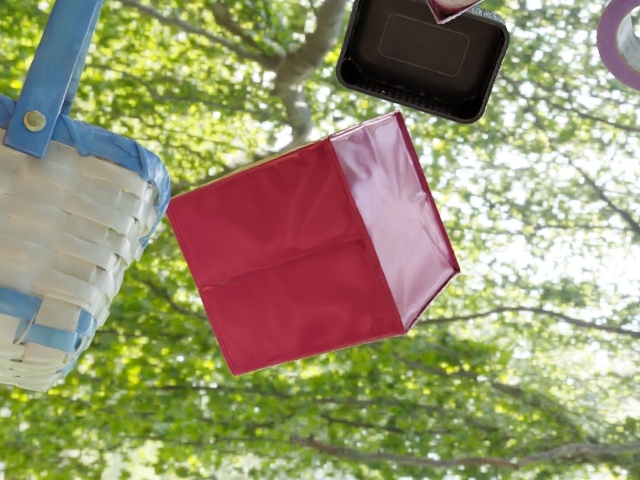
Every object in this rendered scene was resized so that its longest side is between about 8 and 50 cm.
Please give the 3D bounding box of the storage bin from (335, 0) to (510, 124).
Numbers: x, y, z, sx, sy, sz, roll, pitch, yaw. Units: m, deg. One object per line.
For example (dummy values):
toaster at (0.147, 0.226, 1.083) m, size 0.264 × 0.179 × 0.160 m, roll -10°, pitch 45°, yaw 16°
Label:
storage bin at (0.119, -0.223, 0.937) m, size 0.084 × 0.180 × 0.122 m, roll -68°, pitch 175°, yaw -66°

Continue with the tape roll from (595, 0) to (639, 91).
tape roll at (0.526, -0.323, 1.217) m, size 0.080 × 0.189 × 0.189 m, roll -50°, pitch 174°, yaw -37°

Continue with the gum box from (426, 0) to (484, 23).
gum box at (0.155, -0.224, 0.543) m, size 0.062 × 0.188 × 0.107 m, roll 60°, pitch 21°, yaw -11°

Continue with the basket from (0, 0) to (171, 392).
basket at (-0.210, -0.051, 0.573) m, size 0.255 × 0.201 × 0.288 m, roll 138°, pitch -30°, yaw -60°

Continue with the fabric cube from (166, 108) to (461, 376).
fabric cube at (0.000, 0.000, 1.071) m, size 0.254 × 0.258 × 0.259 m, roll -31°, pitch 101°, yaw -62°
